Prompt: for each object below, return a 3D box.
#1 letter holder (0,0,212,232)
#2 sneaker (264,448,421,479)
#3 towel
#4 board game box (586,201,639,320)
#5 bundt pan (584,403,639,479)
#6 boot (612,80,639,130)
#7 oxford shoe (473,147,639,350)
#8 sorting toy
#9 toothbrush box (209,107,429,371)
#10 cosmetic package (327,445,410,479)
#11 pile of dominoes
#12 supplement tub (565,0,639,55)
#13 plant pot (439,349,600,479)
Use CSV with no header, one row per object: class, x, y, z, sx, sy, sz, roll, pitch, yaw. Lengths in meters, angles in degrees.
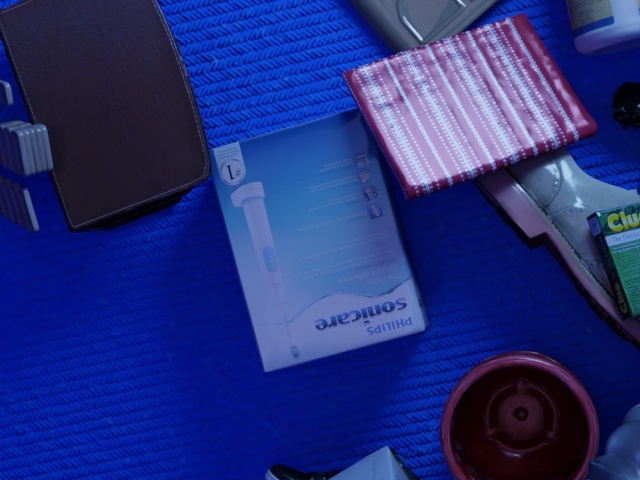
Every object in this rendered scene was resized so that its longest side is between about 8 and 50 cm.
letter holder,-0.256,-0.188,1.819,0.214,0.152,0.302,-21,88,11
sneaker,0.045,0.314,1.829,0.217,0.079,0.121,27,91,-1
towel,0.186,-0.168,1.734,0.275,0.031,0.199,-20,65,-17
board game box,0.460,0.005,1.708,0.259,0.030,0.136,-12,79,-21
bundt pan,0.382,0.315,1.664,0.124,0.331,0.331,32,95,24
boot,0.430,-0.188,1.769,0.099,0.045,0.121,8,55,32
oxford shoe,0.371,0.014,1.742,0.146,0.140,0.397,-44,86,1
sorting toy,0.109,-0.406,1.827,0.229,0.041,0.307,-41,85,11
toothbrush box,0.000,0.000,1.801,0.216,0.126,0.295,-16,87,8
cosmetic package,0.116,0.463,1.712,0.155,0.197,0.365,-30,104,8
pile of dominoes,-0.412,-0.124,1.828,0.040,0.251,0.196,-16,109,-27
supplement tub,0.368,-0.340,1.731,0.144,0.144,0.200,-12,89,9
plant pot,0.248,0.230,1.742,0.191,0.174,0.191,0,91,8
